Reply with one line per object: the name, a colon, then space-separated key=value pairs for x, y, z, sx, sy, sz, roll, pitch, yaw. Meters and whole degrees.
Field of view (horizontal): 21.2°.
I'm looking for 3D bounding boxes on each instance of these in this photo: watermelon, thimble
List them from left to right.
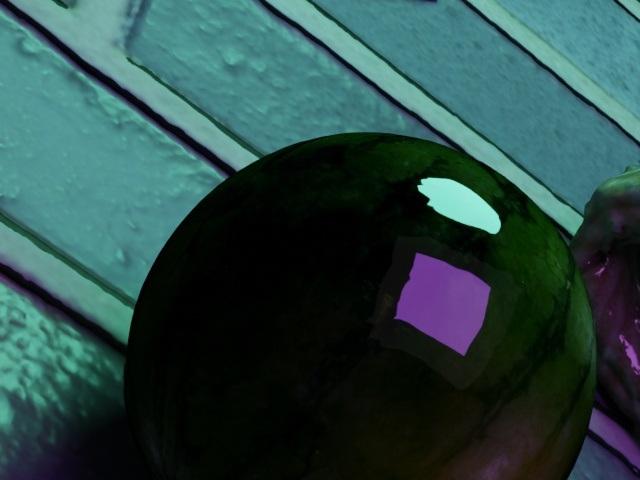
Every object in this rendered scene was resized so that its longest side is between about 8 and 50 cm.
watermelon: x=0.021 y=0.065 z=0.869 sx=0.242 sy=0.242 sz=0.242 roll=28 pitch=42 yaw=-29
thimble: x=0.294 y=0.047 z=1.224 sx=0.229 sy=0.196 sz=0.148 roll=30 pitch=26 yaw=23
